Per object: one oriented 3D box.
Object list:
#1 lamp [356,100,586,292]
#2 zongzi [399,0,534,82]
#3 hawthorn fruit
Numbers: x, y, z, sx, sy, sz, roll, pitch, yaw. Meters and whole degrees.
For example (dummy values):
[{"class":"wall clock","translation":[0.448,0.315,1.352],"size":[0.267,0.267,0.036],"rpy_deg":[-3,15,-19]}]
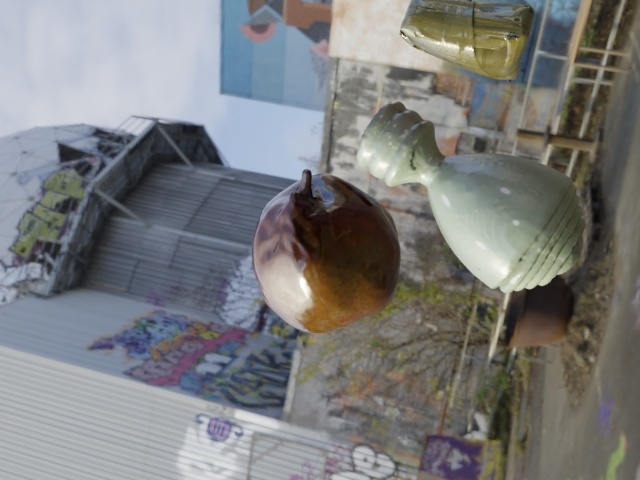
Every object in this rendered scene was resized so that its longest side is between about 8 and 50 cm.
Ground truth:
[{"class":"lamp","translation":[0.120,-0.037,0.534],"size":[0.106,0.193,0.106],"rpy_deg":[-52,-10,-12]},{"class":"zongzi","translation":[0.277,-0.373,1.274],"size":[0.256,0.228,0.114],"rpy_deg":[20,-97,-75]},{"class":"hawthorn fruit","translation":[0.000,0.000,0.873],"size":[0.248,0.208,0.208],"rpy_deg":[64,-143,-50]}]
